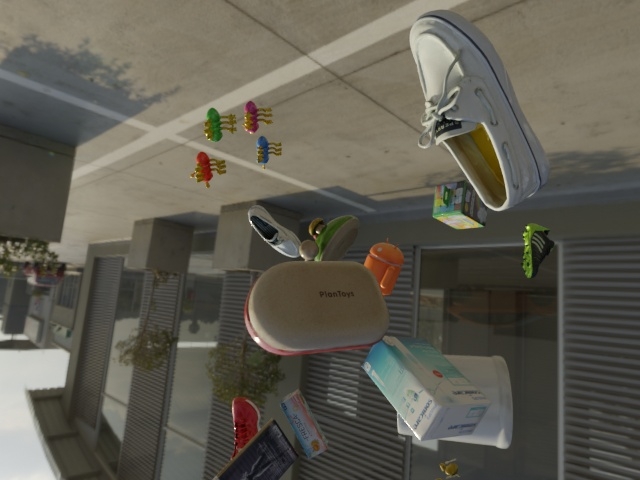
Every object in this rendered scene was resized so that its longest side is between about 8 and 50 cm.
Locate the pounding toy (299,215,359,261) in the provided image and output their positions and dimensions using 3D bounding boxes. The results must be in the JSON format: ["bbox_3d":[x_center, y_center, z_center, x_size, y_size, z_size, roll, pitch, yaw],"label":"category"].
[{"bbox_3d":[0.000,0.000,1.197,0.110,0.237,0.182,35,142,21],"label":"pounding toy"}]

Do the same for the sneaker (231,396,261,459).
[{"bbox_3d":[-0.242,0.615,1.326,0.087,0.221,0.128,-8,-154,13],"label":"sneaker"}]

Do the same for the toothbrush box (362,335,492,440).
[{"bbox_3d":[0.299,0.417,1.215,0.217,0.126,0.295,12,-160,-33],"label":"toothbrush box"}]

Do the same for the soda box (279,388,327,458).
[{"bbox_3d":[-0.048,0.540,1.232,0.063,0.183,0.058,-29,175,1],"label":"soda box"}]

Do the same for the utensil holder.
[{"bbox_3d":[0.496,0.593,1.595,0.386,0.326,0.327,1,171,14],"label":"utensil holder"}]

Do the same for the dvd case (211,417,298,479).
[{"bbox_3d":[-0.174,0.624,1.142,0.221,0.164,0.018,-40,-154,-30],"label":"dvd case"}]

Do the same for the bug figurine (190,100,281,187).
[{"bbox_3d":[-0.231,-0.263,1.126,0.279,0.216,0.072,-25,-129,-36],"label":"bug figurine"}]

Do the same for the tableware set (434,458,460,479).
[{"bbox_3d":[0.441,0.844,1.464,0.104,0.024,0.154,-32,-173,22],"label":"tableware set"}]

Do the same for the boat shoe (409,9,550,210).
[{"bbox_3d":[0.234,-0.209,0.713,0.157,0.366,0.136,-33,-174,-23],"label":"boat shoe"}]

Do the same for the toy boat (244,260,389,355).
[{"bbox_3d":[-0.013,0.124,0.688,0.231,0.150,0.151,2,143,-26],"label":"toy boat"}]

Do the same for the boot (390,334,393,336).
[{"bbox_3d":[0.336,0.466,1.847,0.037,0.114,0.106,-25,154,-7],"label":"boot"}]

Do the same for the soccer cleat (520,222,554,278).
[{"bbox_3d":[0.553,0.025,1.058,0.073,0.178,0.060,13,141,14],"label":"soccer cleat"}]

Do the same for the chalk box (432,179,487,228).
[{"bbox_3d":[0.514,-0.138,1.572,0.213,0.132,0.132,21,164,-35],"label":"chalk box"}]

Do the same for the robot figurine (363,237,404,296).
[{"bbox_3d":[0.210,0.102,1.450,0.128,0.219,0.158,25,-170,24],"label":"robot figurine"}]

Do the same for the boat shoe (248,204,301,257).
[{"bbox_3d":[-0.150,-0.013,1.335,0.226,0.083,0.075,41,-159,-17],"label":"boat shoe"}]
